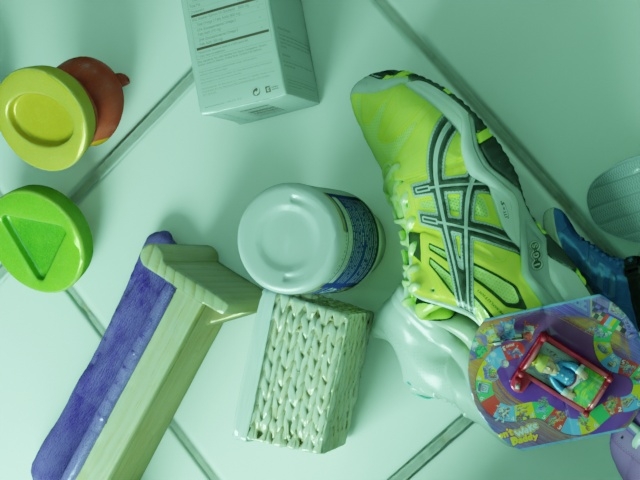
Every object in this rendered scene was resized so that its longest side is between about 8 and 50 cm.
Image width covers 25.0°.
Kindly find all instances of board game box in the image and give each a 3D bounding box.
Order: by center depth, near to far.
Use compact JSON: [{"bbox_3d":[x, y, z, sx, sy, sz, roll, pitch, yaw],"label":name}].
[{"bbox_3d":[0.222,0.128,1.353,0.168,0.033,0.133,-13,94,10],"label":"board game box"}]

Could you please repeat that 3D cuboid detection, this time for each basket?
[{"bbox_3d":[-0.016,0.139,1.538,0.103,0.113,0.167,14,94,17],"label":"basket"}]

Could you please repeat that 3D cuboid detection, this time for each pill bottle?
[{"bbox_3d":[0.000,0.000,1.492,0.112,0.186,0.112,-1,88,22],"label":"pill bottle"}]

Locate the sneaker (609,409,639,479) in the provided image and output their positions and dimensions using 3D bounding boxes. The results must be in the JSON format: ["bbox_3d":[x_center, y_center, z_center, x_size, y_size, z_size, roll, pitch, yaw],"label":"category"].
[{"bbox_3d":[0.336,0.196,1.326,0.102,0.282,0.161,-21,68,-17],"label":"sneaker"}]

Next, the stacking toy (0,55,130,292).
[{"bbox_3d":[-0.362,-0.098,1.707,0.309,0.130,0.279,8,118,24],"label":"stacking toy"}]

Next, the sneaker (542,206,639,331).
[{"bbox_3d":[0.290,0.022,1.447,0.084,0.058,0.152,-29,83,24],"label":"sneaker"}]

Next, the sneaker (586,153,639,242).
[{"bbox_3d":[0.386,-0.052,1.401,0.258,0.091,0.094,-9,90,42],"label":"sneaker"}]

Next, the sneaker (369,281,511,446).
[{"bbox_3d":[0.136,0.144,1.507,0.212,0.080,0.094,50,119,19],"label":"sneaker"}]

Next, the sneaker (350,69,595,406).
[{"bbox_3d":[0.131,-0.007,1.442,0.147,0.145,0.385,-30,72,-13],"label":"sneaker"}]

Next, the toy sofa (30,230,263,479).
[{"bbox_3d":[-0.218,0.170,1.594,0.177,0.150,0.362,32,100,18],"label":"toy sofa"}]

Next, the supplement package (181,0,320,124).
[{"bbox_3d":[-0.080,-0.228,1.573,0.105,0.105,0.179,-12,84,21],"label":"supplement package"}]
